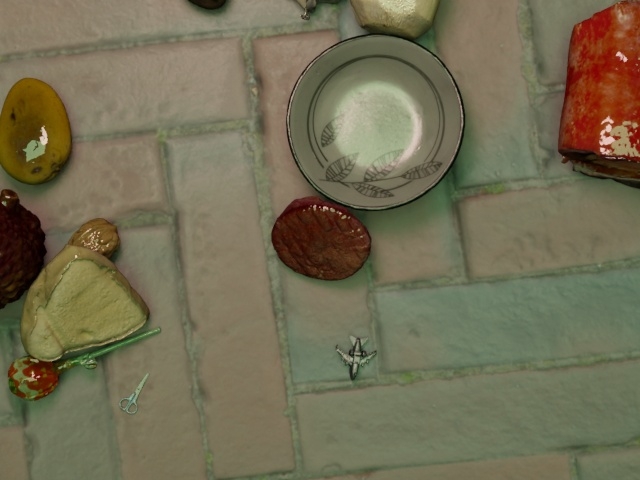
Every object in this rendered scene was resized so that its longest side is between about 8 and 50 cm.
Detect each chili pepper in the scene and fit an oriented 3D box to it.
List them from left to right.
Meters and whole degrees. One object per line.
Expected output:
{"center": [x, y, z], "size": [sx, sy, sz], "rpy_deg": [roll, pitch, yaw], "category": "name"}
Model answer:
{"center": [0.542, -0.256, 1.719], "size": [0.251, 0.229, 0.305], "rpy_deg": [3, 81, 3], "category": "chili pepper"}

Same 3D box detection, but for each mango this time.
{"center": [-0.517, -0.197, 1.766], "size": [0.137, 0.098, 0.195], "rpy_deg": [-11, 86, 4], "category": "mango"}

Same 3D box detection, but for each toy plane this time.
{"center": [0.064, 0.215, 1.806], "size": [0.078, 0.031, 0.083], "rpy_deg": [7, 89, -13], "category": "toy plane"}

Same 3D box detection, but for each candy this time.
{"center": [-0.427, 0.215, 1.799], "size": [0.287, 0.084, 0.078], "rpy_deg": [-20, 67, -9], "category": "candy"}

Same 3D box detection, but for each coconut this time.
{"center": [0.137, -0.442, 1.729], "size": [0.161, 0.161, 0.162], "rpy_deg": [13, 90, 0], "category": "coconut"}

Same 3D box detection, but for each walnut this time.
{"center": [-0.406, 0.003, 1.779], "size": [0.096, 0.082, 0.079], "rpy_deg": [-37, 61, -6], "category": "walnut"}

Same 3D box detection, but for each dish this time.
{"center": [0.096, -0.205, 1.760], "size": [0.316, 0.106, 0.316], "rpy_deg": [0, 89, 0], "category": "dish"}

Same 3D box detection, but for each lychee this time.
{"center": [-0.601, 0.025, 1.707], "size": [0.236, 0.236, 0.271], "rpy_deg": [42, 106, -1], "category": "lychee"}

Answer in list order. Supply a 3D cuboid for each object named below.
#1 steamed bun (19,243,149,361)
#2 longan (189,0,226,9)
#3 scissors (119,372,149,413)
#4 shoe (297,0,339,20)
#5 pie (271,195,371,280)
{"center": [-0.442, 0.108, 1.734], "size": [0.212, 0.110, 0.231], "rpy_deg": [-34, 134, -5], "category": "steamed bun"}
{"center": [-0.208, -0.460, 1.752], "size": [0.092, 0.113, 0.113], "rpy_deg": [-34, 91, 5], "category": "longan"}
{"center": [-0.339, 0.280, 1.821], "size": [0.036, 0.006, 0.083], "rpy_deg": [33, 91, -3], "category": "scissors"}
{"center": [0.017, -0.470, 1.760], "size": [0.180, 0.089, 0.092], "rpy_deg": [-29, 90, 3], "category": "shoe"}
{"center": [0.000, 0.000, 1.745], "size": [0.182, 0.049, 0.182], "rpy_deg": [10, 132, 11], "category": "pie"}
